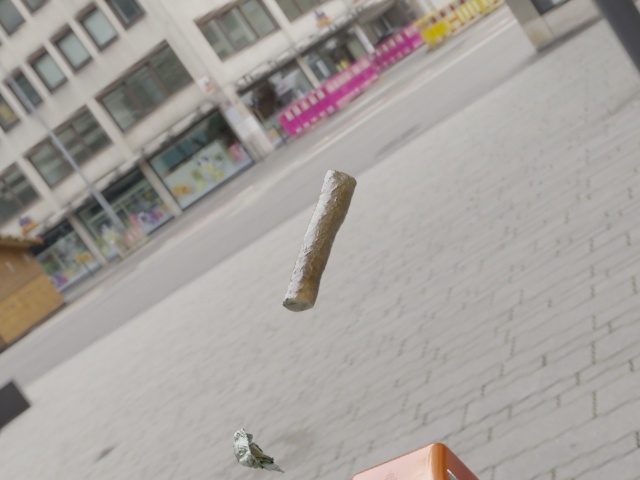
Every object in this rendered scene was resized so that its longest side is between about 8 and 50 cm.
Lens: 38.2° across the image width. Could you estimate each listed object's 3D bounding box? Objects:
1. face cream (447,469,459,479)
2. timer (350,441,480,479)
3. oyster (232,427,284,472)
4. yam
[{"bbox_3d":[0.271,0.429,1.152,0.084,0.137,0.341,-32,36,-13],"label":"face cream"},{"bbox_3d":[0.169,0.541,1.762,0.257,0.161,0.250,-28,20,24],"label":"timer"},{"bbox_3d":[-0.087,0.297,1.252,0.037,0.100,0.098,-47,31,-7],"label":"oyster"},{"bbox_3d":[0.000,0.000,2.051,0.081,0.081,0.356,-24,42,54],"label":"yam"}]
